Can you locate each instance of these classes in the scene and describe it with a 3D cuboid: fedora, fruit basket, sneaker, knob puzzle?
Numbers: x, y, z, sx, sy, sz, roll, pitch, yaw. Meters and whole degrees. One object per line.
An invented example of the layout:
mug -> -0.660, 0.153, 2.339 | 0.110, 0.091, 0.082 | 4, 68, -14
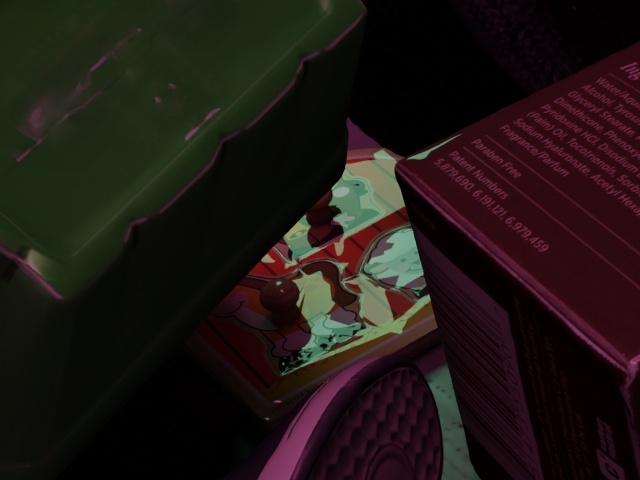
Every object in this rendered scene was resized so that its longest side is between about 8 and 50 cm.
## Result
fedora -> 0.085, -0.129, 0.932 | 0.152, 0.334, 0.334 | -27, 25, 37
fruit basket -> -0.138, 0.007, 0.808 | 0.327, 0.165, 0.353 | -47, 2, -35
sneaker -> -0.060, 0.120, 0.754 | 0.163, 0.086, 0.226 | -4, 30, 36
knob puzzle -> 0.000, 0.000, 0.981 | 0.213, 0.030, 0.213 | -11, 35, 8

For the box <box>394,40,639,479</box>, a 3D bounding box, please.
box -> 0.165, 0.026, 0.756 | 0.203, 0.168, 0.167 | -27, 36, -13
